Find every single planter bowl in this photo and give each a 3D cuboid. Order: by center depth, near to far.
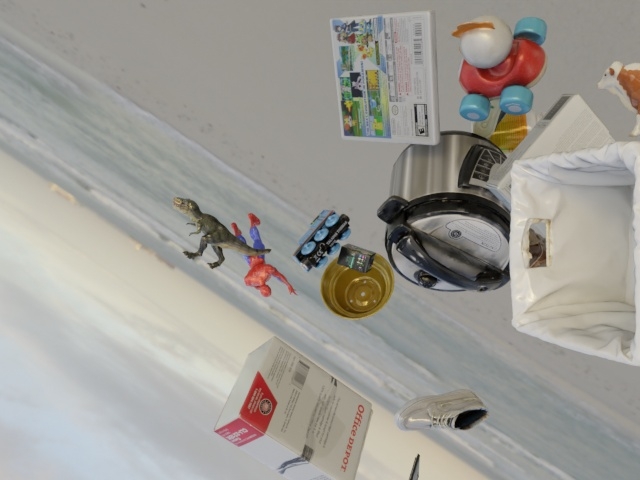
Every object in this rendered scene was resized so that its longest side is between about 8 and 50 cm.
[{"bbox_3d":[0.115,0.142,1.803,0.217,0.217,0.090,29,165,29],"label":"planter bowl"}]

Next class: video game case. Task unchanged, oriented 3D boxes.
[{"bbox_3d":[0.168,-0.419,1.625,0.300,0.036,0.328,11,118,37],"label":"video game case"}]

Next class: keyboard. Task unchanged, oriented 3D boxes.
[{"bbox_3d":[0.196,0.588,1.450,0.038,0.100,0.192,7,-160,19],"label":"keyboard"}]

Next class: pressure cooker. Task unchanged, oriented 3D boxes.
[{"bbox_3d":[0.370,-0.052,1.754,0.370,0.420,0.375,-3,137,17],"label":"pressure cooker"}]

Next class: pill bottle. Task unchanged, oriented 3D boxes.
[{"bbox_3d":[0.594,-0.338,1.927,0.246,0.136,0.136,-3,158,15],"label":"pill bottle"}]

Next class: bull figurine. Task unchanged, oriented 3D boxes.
[{"bbox_3d":[0.850,-0.358,1.540,0.311,0.188,0.101,3,-165,30],"label":"bull figurine"}]

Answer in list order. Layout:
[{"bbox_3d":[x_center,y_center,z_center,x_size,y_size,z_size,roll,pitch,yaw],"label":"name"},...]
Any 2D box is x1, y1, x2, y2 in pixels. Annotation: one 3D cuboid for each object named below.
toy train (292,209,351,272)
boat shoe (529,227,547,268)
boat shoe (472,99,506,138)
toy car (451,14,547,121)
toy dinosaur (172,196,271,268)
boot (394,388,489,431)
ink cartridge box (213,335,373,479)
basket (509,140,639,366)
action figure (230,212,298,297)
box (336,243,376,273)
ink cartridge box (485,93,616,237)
[{"bbox_3d":[0.000,0.000,1.598,0.080,0.184,0.105,49,160,-25],"label":"toy train"},{"bbox_3d":[0.654,0.037,1.955,0.116,0.123,0.324,42,-162,3],"label":"boat shoe"},{"bbox_3d":[0.507,-0.404,1.774,0.084,0.233,0.079,31,-151,17],"label":"boat shoe"},{"bbox_3d":[0.368,-0.426,1.402,0.238,0.219,0.210,27,163,-39],"label":"toy car"},{"bbox_3d":[-0.252,0.005,1.479,0.268,0.118,0.064,34,-176,-26],"label":"toy dinosaur"},{"bbox_3d":[0.348,0.500,1.780,0.123,0.259,0.095,-145,39,-76],"label":"boot"},{"bbox_3d":[-0.046,0.358,1.258,0.273,0.197,0.114,37,134,-14],"label":"ink cartridge box"},{"bbox_3d":[0.517,0.012,1.041,0.267,0.328,0.331,-2,-177,-14],"label":"basket"},{"bbox_3d":[-0.146,0.064,1.571,0.139,0.092,0.280,55,-172,-38],"label":"action figure"},{"bbox_3d":[0.096,0.047,1.656,0.083,0.052,0.062,19,-167,16],"label":"box"},{"bbox_3d":[0.544,-0.148,1.398,0.239,0.275,0.060,41,179,-20],"label":"ink cartridge box"}]
